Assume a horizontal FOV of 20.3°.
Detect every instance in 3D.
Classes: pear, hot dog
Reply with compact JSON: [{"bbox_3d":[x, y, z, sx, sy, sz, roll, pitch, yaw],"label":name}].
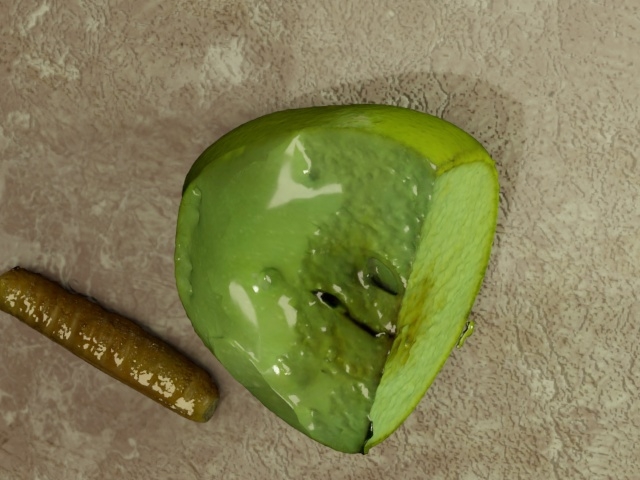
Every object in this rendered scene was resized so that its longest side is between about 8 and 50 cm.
[{"bbox_3d":[0.000,0.000,1.845,0.318,0.238,0.342,24,113,21],"label":"pear"},{"bbox_3d":[-0.239,0.114,2.004,0.289,0.083,0.068,31,89,6],"label":"hot dog"}]
